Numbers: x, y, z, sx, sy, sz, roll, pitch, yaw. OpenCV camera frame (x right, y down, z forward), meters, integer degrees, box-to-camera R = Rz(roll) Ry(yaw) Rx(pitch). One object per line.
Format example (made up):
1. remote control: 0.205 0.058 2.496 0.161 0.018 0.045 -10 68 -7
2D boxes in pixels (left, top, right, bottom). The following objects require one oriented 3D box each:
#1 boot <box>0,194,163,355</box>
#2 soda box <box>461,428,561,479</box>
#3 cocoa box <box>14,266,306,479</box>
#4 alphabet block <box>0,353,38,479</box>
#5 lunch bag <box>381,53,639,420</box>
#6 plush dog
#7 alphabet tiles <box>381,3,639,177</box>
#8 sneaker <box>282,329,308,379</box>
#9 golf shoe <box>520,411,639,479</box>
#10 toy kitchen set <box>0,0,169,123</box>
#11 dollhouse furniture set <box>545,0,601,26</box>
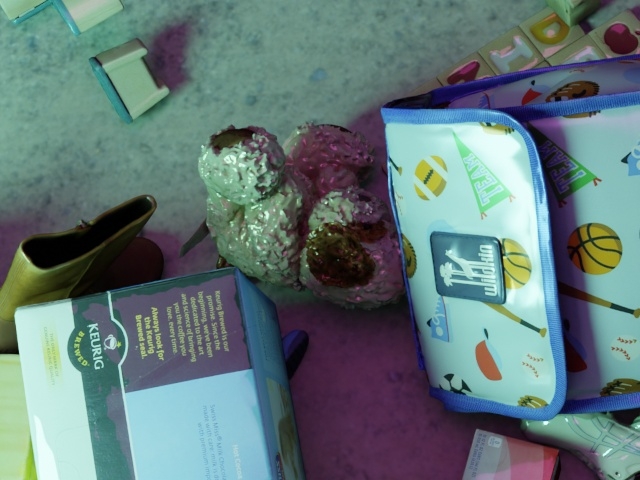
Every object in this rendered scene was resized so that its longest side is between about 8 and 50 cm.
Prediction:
1. boot: -0.233 0.014 1.696 0.264 0.280 0.096 -20 73 -34
2. soda box: 0.164 0.328 1.634 0.092 0.083 0.263 13 70 14
3. cocoa box: -0.138 0.227 1.613 0.228 0.231 0.347 -12 77 6
4. alphabet block: -0.364 0.233 1.706 0.197 0.192 0.193 1 70 9
5. lunch bag: 0.266 -0.006 1.612 0.385 0.239 0.327 -6 105 14
6. plush dog: 0.000 0.000 1.747 0.225 0.262 0.210 27 108 29
7. alphabet tiles: 0.255 -0.112 1.842 0.342 0.011 0.285 -32 66 -5
8. sneaker: -0.072 0.143 1.768 0.059 0.053 0.144 40 78 23
9. golf shoe: 0.288 0.215 1.672 0.176 0.069 0.086 4 74 12
10. toy kitchen set: -0.287 -0.238 1.960 0.122 0.166 0.207 -30 29 -4
11. dollhouse furniture set: 0.335 -0.477 1.886 0.355 0.174 0.303 -35 64 -6
